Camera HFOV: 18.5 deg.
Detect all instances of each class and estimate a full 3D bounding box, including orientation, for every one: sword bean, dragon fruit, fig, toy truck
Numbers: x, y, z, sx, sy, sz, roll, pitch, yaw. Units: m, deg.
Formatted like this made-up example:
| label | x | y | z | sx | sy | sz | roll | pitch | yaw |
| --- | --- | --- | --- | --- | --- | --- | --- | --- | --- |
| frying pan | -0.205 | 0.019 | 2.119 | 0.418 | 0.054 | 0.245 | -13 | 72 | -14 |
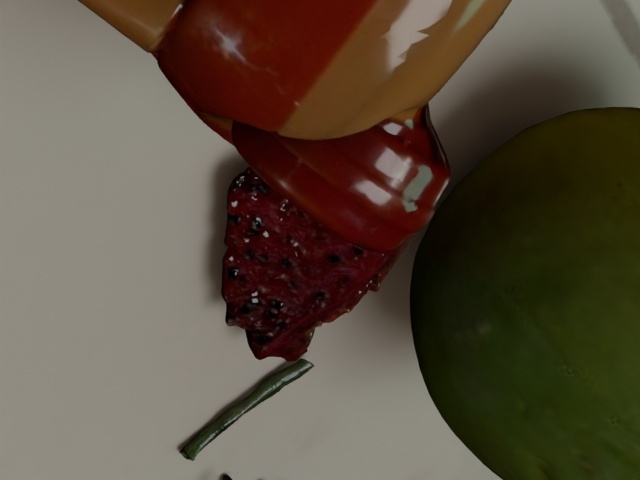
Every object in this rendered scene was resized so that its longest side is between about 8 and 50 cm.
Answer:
| label | x | y | z | sx | sy | sz | roll | pitch | yaw |
| --- | --- | --- | --- | --- | --- | --- | --- | --- | --- |
| sword bean | -0.039 | 0.087 | 1.020 | 0.083 | 0.012 | 0.012 | -37 | 143 | -10 |
| dragon fruit | 0.000 | -0.003 | 0.952 | 0.097 | 0.063 | 0.131 | 2 | 130 | -6 |
| fig | 0.148 | 0.051 | 0.996 | 0.207 | 0.230 | 0.207 | -10 | 172 | -1 |
| toy truck | -0.016 | -0.139 | 0.707 | 0.189 | 0.239 | 0.265 | -53 | -176 | 10 |

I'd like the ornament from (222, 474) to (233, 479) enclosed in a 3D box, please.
| label | x | y | z | sx | sy | sz | roll | pitch | yaw |
| --- | --- | --- | --- | --- | --- | --- | --- | --- | --- |
| ornament | -0.068 | 0.185 | 1.072 | 0.073 | 0.028 | 0.125 | 21 | 106 | -51 |
